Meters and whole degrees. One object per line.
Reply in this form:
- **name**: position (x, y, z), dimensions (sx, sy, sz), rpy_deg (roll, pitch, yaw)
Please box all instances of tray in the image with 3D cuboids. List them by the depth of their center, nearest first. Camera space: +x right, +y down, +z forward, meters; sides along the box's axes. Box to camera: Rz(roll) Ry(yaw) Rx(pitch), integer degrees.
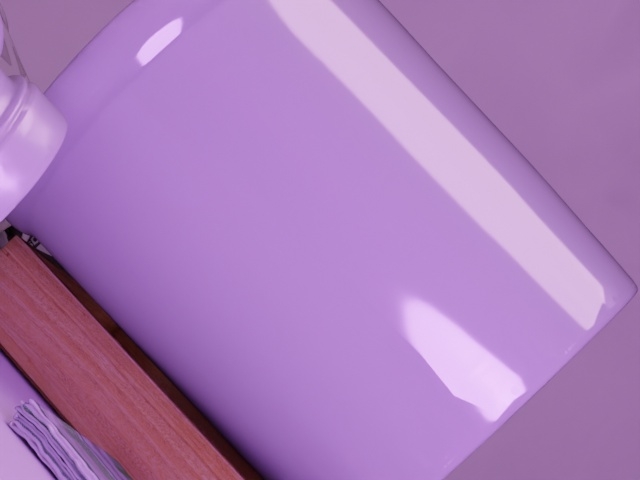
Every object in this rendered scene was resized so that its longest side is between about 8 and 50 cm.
- **tray**: position (-0.095, 0.180, 1.423), dimensions (0.411, 0.076, 0.203), rpy_deg (45, -2, 28)

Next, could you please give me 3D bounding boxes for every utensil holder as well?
- **utensil holder**: position (0.000, 0.000, 1.413), dimensions (0.385, 0.327, 0.327), rpy_deg (47, -2, 6)

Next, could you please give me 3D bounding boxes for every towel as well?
- **towel**: position (-0.138, 0.167, 1.221), dimensions (0.113, 0.023, 0.152), rpy_deg (46, -3, 29)

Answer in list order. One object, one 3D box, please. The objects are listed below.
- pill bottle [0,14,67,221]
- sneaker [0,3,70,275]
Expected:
- **pill bottle**: position (-0.326, -0.142, 1.185), dimensions (0.334, 0.188, 0.188), rpy_deg (45, -2, -23)
- **sneaker**: position (-0.290, -0.088, 1.751), dimensions (0.257, 0.169, 0.447), rpy_deg (43, -12, 34)
